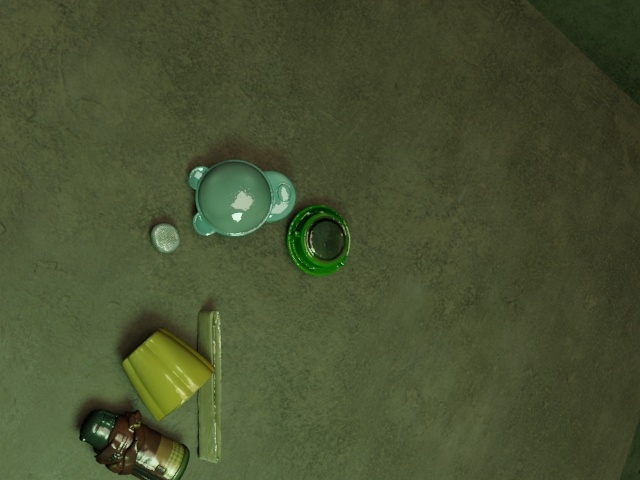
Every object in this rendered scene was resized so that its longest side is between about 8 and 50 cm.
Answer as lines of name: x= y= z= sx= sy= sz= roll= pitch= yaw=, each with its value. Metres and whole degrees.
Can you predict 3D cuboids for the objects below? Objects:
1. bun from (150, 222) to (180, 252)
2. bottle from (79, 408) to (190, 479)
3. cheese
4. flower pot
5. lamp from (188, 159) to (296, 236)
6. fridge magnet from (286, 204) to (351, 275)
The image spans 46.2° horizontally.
bun: x=-0.410 y=-0.007 z=1.981 sx=0.083 sy=0.045 sz=0.083 roll=4 pitch=82 yaw=-26
bottle: x=-0.463 y=0.508 z=1.862 sx=0.271 sy=0.143 sz=0.156 roll=37 pitch=71 yaw=-20
cheese: x=-0.293 y=0.385 z=1.993 sx=0.034 sy=0.085 sz=0.400 roll=2 pitch=85 yaw=-46
flower pot: x=-0.394 y=0.327 z=1.898 sx=0.195 sy=0.195 sz=0.179 roll=-42 pitch=92 yaw=-24
lamp: x=-0.207 y=-0.115 z=2.039 sx=0.284 sy=0.147 sz=0.209 roll=-3 pitch=85 yaw=-29
fridge magnet: x=0.000 y=0.000 z=2.174 sx=0.208 sy=0.088 sz=0.208 roll=2 pitch=85 yaw=-28
